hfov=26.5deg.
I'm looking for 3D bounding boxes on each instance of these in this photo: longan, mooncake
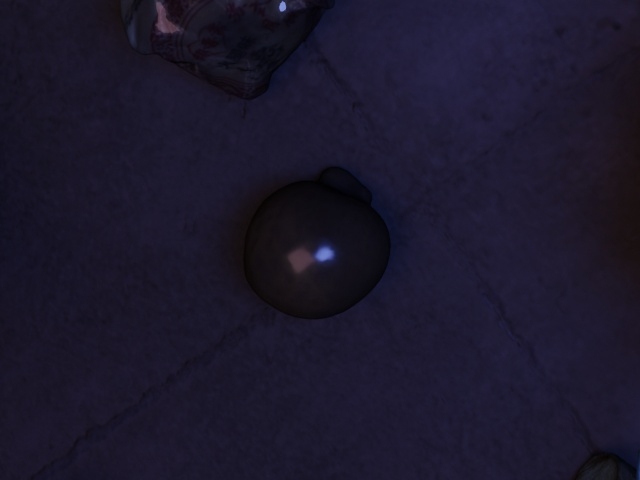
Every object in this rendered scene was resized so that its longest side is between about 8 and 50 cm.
[{"bbox_3d":[0.000,0.000,0.992,0.106,0.106,0.119,15,65,21],"label":"longan"},{"bbox_3d":[-0.062,-0.166,0.965,0.125,0.130,0.073,-42,47,33],"label":"mooncake"}]

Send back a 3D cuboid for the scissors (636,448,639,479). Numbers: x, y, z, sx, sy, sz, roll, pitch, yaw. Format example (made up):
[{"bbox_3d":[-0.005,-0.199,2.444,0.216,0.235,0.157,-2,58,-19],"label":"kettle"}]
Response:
[{"bbox_3d":[0.407,0.184,0.772,0.447,0.029,0.193,3,93,16],"label":"scissors"}]

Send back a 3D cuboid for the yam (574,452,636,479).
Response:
[{"bbox_3d":[0.238,0.212,0.944,0.146,0.069,0.070,37,113,11],"label":"yam"}]
